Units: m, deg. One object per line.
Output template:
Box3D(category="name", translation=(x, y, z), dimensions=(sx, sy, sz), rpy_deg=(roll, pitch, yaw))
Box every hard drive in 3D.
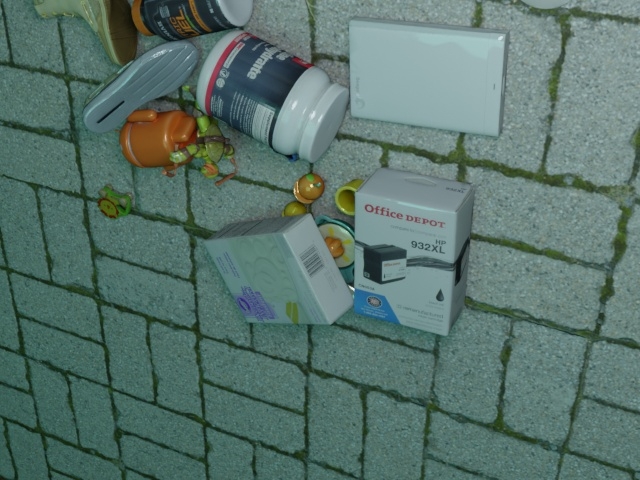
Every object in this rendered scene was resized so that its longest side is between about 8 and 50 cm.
Box3D(category="hard drive", translation=(0.205, -0.320, 1.670), dimensions=(0.307, 0.040, 0.203), rpy_deg=(11, 123, 22))

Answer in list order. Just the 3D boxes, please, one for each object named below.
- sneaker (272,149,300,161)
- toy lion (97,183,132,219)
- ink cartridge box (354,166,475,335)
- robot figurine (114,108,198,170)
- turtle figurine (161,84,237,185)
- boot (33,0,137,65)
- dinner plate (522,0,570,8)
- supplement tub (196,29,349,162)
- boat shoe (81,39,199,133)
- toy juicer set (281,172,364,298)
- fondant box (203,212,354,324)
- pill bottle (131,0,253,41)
Box3D(category="sneaker", translation=(-0.092, -0.223, 1.879), dimensions=(0.135, 0.058, 0.052), rpy_deg=(39, 129, 3))
Box3D(category="toy lion", translation=(-0.533, -0.092, 2.220), dimensions=(0.100, 0.034, 0.096), rpy_deg=(21, 133, 16))
Box3D(category="ink cartridge box", translation=(0.194, 0.023, 1.826), dimensions=(0.223, 0.129, 0.308), rpy_deg=(13, 123, 22))
Box3D(category="robot figurine", translation=(-0.371, -0.231, 1.983), dimensions=(0.219, 0.158, 0.128), rpy_deg=(-2, 88, 29))
Box3D(category="turtle figurine", translation=(-0.251, -0.226, 1.866), dimensions=(0.087, 0.269, 0.218), rpy_deg=(-3, 94, 32))
Box3D(category="boot", translation=(-0.531, -0.507, 1.921), dimensions=(0.203, 0.095, 0.262), rpy_deg=(-5, 114, 30))
Box3D(category="dinner plate", translation=(0.391, -0.471, 1.492), dimensions=(0.141, 0.017, 0.141), rpy_deg=(13, 122, 21))
Box3D(category="supplement tub", translation=(-0.098, -0.293, 1.754), dimensions=(0.272, 0.191, 0.191), rpy_deg=(28, 128, 11))
Box3D(category="boat shoe", translation=(-0.408, -0.356, 1.897), dimensions=(0.302, 0.094, 0.109), rpy_deg=(-33, 138, 4))
Box3D(category="toy juicer set", translation=(0.000, 0.000, 1.944), dimensions=(0.209, 0.089, 0.329), rpy_deg=(16, 125, 20))
Box3D(category="fondant box", translation=(-0.100, 0.072, 1.981), dimensions=(0.330, 0.096, 0.238), rpy_deg=(-5, 118, 52))
Box3D(category="pill bottle", translation=(-0.271, -0.485, 1.772), dimensions=(0.245, 0.130, 0.131), rpy_deg=(-4, 116, 31))
